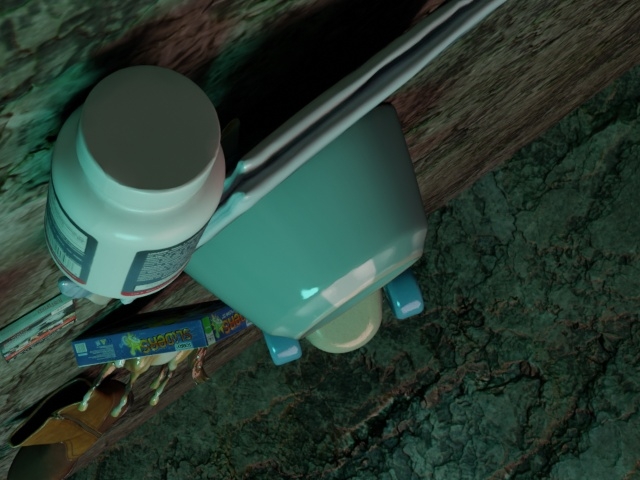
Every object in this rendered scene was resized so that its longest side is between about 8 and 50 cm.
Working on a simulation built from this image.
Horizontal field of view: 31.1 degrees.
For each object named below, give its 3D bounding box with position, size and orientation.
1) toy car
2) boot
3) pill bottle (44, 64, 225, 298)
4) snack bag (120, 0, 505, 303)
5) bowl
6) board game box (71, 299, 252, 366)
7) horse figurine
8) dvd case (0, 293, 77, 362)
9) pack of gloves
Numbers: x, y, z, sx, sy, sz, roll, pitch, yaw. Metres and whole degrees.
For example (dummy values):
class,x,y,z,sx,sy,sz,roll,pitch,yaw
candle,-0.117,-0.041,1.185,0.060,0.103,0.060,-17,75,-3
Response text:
class,x,y,z,sx,sy,sz,roll,pitch,yaw
toy car,-0.004,0.027,1.616,0.219,0.210,0.238,-21,-159,-4
boot,-0.420,0.315,1.794,0.264,0.096,0.280,-34,172,0
pill bottle,-0.118,-0.036,0.734,0.108,0.108,0.180,-31,173,-23
snack bag,-0.016,-0.085,0.974,0.323,0.037,0.342,-41,-176,-28
bowl,0.000,0.000,1.322,0.311,0.163,0.311,-33,174,-4
board game box,-0.185,0.109,1.413,0.201,0.035,0.136,-11,-174,31
horse figurine,-0.244,0.174,1.691,0.263,0.066,0.174,-6,131,-58
dvd case,-0.292,0.090,1.183,0.087,0.013,0.119,-32,174,-17
pack of gloves,-0.150,-0.029,0.996,0.195,0.046,0.232,-45,177,-5
